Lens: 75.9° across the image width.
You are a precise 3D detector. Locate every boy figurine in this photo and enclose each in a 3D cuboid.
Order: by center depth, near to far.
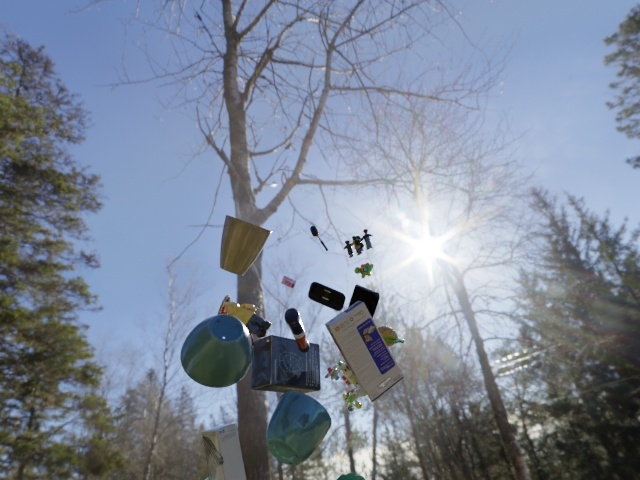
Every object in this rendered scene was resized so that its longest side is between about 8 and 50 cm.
[{"bbox_3d":[-0.419,0.428,2.250,0.285,0.177,0.092,25,-9,23],"label":"boy figurine"}]

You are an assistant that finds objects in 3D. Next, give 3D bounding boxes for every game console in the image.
[{"bbox_3d":[0.107,0.302,2.090,0.361,0.213,0.044,21,14,16],"label":"game console"}]

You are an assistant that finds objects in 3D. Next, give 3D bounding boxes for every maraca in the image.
[{"bbox_3d":[0.340,0.488,2.069,0.127,0.099,0.186,3,3,-31],"label":"maraca"}]

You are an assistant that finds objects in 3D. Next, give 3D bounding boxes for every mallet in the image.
[{"bbox_3d":[0.000,0.000,2.302,0.039,0.062,0.189,-30,-58,5],"label":"mallet"}]

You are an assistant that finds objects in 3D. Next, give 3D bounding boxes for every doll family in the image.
[{"bbox_3d":[0.205,0.011,2.175,0.076,0.111,0.193,-9,13,43],"label":"doll family"}]

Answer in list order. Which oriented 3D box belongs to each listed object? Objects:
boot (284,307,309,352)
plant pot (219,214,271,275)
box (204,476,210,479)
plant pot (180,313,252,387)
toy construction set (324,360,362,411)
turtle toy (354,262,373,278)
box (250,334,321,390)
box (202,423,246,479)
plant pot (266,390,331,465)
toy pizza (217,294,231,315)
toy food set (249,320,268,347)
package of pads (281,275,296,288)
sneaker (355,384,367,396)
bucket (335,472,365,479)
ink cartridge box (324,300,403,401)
[{"bbox_3d":[-0.128,0.503,2.286,0.088,0.244,0.176,-21,-55,-7],"label":"boot"},{"bbox_3d":[-0.423,0.036,2.170,0.257,0.274,0.256,20,-1,0],"label":"plant pot"},{"bbox_3d":[-0.487,1.168,1.711,0.127,0.231,0.262,-12,-5,24],"label":"box"},{"bbox_3d":[-0.401,0.412,1.659,0.290,0.290,0.195,5,-50,-26],"label":"plant pot"},{"bbox_3d":[0.161,0.855,2.476,0.215,0.327,0.151,-40,15,-14],"label":"toy construction set"},{"bbox_3d":[0.270,0.183,2.572,0.130,0.095,0.066,-25,-61,41],"label":"turtle toy"},{"bbox_3d":[-0.212,0.783,2.562,0.396,0.293,0.212,23,-37,-37],"label":"box"},{"bbox_3d":[-0.358,0.846,1.545,0.113,0.275,0.094,-29,-21,38],"label":"box"},{"bbox_3d":[-0.126,0.923,1.980,0.293,0.235,0.293,14,-55,20],"label":"plant pot"},{"bbox_3d":[-0.596,0.435,2.555,0.032,0.201,0.201,16,-34,2],"label":"toy pizza"},{"bbox_3d":[-0.414,0.575,2.482,0.232,0.111,0.104,-17,-62,-8],"label":"toy food set"},{"bbox_3d":[-0.192,0.251,2.474,0.083,0.032,0.050,25,-60,7],"label":"package of pads"},{"bbox_3d":[0.224,0.746,2.136,0.094,0.080,0.212,20,-44,-16],"label":"sneaker"},{"bbox_3d":[0.126,1.293,1.970,0.281,0.281,0.183,9,-54,-30],"label":"bucket"},{"bbox_3d":[0.181,0.450,1.672,0.176,0.370,0.069,-31,6,-18],"label":"ink cartridge box"}]
